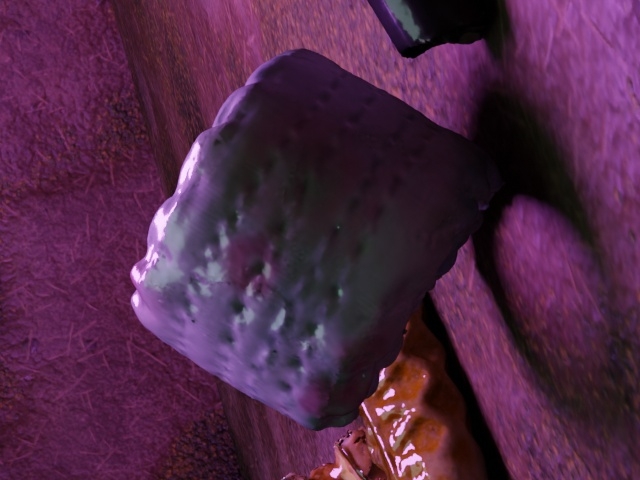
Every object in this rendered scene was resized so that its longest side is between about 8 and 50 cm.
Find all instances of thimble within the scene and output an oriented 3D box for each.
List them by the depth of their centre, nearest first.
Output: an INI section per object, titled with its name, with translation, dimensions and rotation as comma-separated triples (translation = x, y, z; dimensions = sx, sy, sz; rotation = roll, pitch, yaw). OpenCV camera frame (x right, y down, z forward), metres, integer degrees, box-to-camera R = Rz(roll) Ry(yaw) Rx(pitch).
[thimble]
translation = 0.000, 0.000, 0.874
dimensions = 0.149, 0.185, 0.211
rotation = 30, -170, 7

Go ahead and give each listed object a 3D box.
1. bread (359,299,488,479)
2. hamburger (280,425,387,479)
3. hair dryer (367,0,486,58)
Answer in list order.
[bread]
translation = 0.032, 0.046, 1.123
dimensions = 0.084, 0.077, 0.367
rotation = 90, 161, -60
[hamburger]
translation = 0.047, 0.277, 1.323
dimensions = 0.131, 0.124, 0.262
rotation = 39, 153, 39
[hair dryer]
translation = 0.031, -0.258, 0.697
dimensions = 0.303, 0.120, 0.359
rotation = 64, 160, 4
